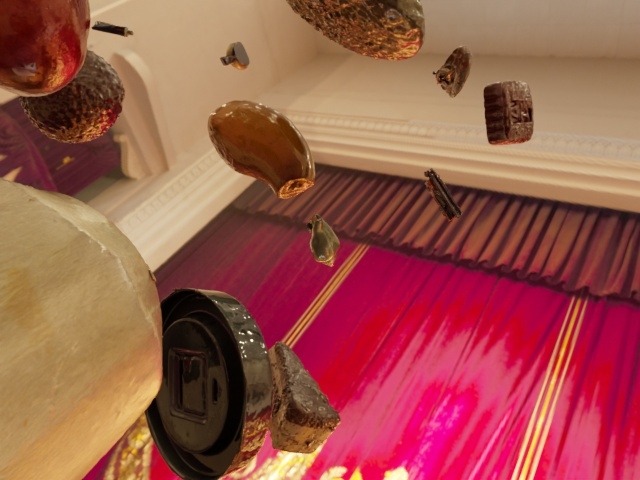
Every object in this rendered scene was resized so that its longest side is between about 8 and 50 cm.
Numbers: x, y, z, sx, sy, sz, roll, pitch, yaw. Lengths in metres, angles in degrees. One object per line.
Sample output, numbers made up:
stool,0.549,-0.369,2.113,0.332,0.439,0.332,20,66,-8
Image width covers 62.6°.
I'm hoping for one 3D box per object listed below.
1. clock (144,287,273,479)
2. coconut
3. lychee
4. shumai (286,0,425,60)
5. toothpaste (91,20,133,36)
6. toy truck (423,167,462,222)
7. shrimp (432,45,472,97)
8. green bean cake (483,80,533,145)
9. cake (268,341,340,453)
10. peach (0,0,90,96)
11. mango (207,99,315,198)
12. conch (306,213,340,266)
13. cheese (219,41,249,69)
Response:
clock,-0.196,0.231,0.865,0.312,0.061,0.313,-2,-94,43
coconut,-0.257,0.090,0.377,0.237,0.266,0.238,23,-44,25
lychee,-0.642,-0.374,1.350,0.260,0.261,0.261,24,-39,21
shumai,0.119,-0.636,1.231,0.397,0.324,0.324,29,-2,31
toothpaste,-0.397,-0.404,1.006,0.083,0.027,0.019,13,-35,6
toy truck,0.180,-0.068,0.779,0.083,0.024,0.032,60,-10,11
shrimp,0.274,-0.349,1.108,0.042,0.190,0.102,9,-83,-7
green bean cake,0.415,-0.278,1.152,0.056,0.135,0.136,0,-79,47
cake,-0.082,0.318,1.098,0.112,0.135,0.246,-52,-125,14
peach,-0.483,-0.369,0.839,0.245,0.248,0.274,56,-41,3
mango,-0.148,-0.244,1.342,0.359,0.187,0.144,32,-2,23
conch,0.007,0.000,1.136,0.065,0.088,0.180,-12,-40,3
cheese,-0.268,-0.562,1.623,0.036,0.162,0.087,-17,-69,21
